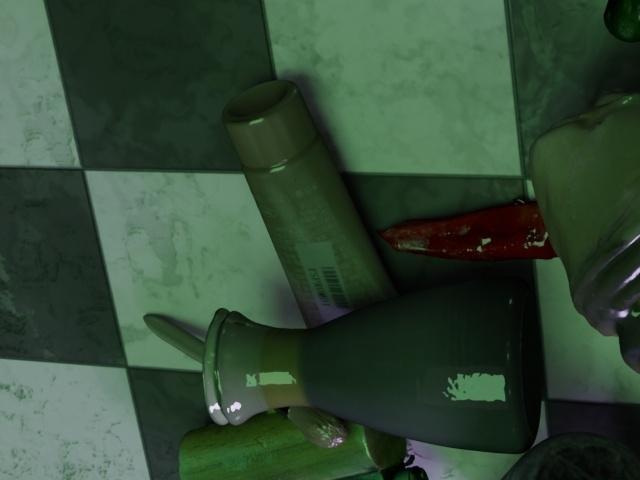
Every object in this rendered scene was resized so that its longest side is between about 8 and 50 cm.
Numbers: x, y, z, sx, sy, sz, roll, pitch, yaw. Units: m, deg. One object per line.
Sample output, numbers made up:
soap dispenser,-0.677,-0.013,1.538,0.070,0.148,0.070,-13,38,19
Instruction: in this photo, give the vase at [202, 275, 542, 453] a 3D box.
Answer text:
vase,0.051,0.128,1.614,0.321,0.173,0.173,-3,115,16

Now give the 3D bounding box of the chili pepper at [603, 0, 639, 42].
chili pepper,0.350,-0.186,1.384,0.270,0.099,0.136,26,133,5

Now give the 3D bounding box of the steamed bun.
steamed bun,0.344,0.011,1.345,0.352,0.247,0.339,38,152,-10

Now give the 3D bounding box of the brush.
brush,-0.086,0.142,1.754,0.299,0.039,0.042,30,133,32

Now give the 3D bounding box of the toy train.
toy train,-0.020,0.262,1.797,0.307,0.126,0.189,-18,75,31

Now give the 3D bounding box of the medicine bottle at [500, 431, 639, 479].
medicine bottle,0.225,0.311,1.617,0.165,0.165,0.273,32,149,6

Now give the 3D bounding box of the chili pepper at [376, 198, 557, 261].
chili pepper,0.169,-0.006,1.592,0.268,0.050,0.059,-2,121,27

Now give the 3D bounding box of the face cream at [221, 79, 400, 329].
face cream,0.000,0.000,1.662,0.137,0.084,0.341,-8,121,28
